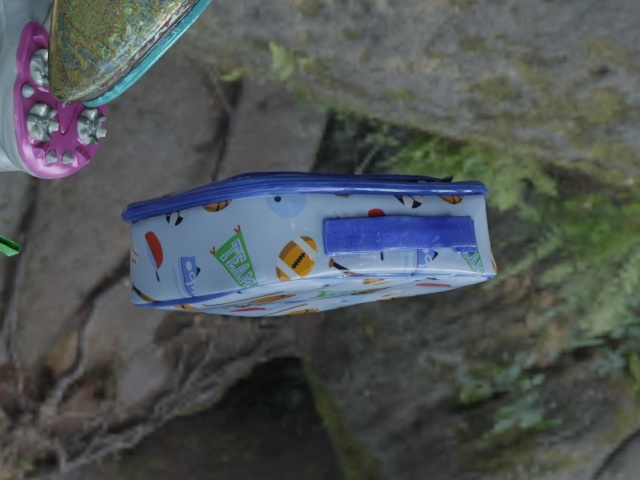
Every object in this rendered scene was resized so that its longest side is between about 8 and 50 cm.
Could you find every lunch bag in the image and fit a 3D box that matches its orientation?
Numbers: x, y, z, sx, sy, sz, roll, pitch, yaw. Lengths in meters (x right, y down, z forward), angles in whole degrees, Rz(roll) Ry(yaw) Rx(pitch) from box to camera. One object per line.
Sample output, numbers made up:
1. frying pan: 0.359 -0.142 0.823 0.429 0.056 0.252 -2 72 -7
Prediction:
1. lunch bag: 0.000 0.000 1.149 0.303 0.115 0.243 -2 173 -40

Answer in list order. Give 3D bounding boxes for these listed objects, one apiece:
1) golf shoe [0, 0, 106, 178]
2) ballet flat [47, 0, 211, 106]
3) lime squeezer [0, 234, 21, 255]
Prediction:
1. golf shoe: -0.222 -0.197 0.956 0.140 0.306 0.115 1 170 33
2. ballet flat: -0.059 -0.231 0.741 0.123 0.348 0.123 37 165 12
3. lime squeezer: -0.473 -0.076 1.476 0.110 0.059 0.310 -7 131 35
